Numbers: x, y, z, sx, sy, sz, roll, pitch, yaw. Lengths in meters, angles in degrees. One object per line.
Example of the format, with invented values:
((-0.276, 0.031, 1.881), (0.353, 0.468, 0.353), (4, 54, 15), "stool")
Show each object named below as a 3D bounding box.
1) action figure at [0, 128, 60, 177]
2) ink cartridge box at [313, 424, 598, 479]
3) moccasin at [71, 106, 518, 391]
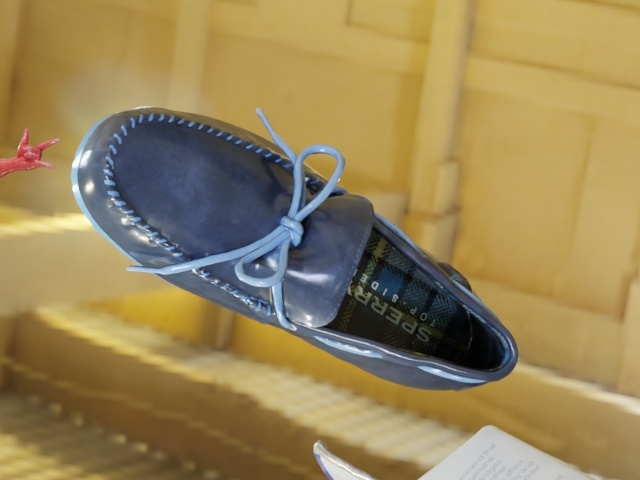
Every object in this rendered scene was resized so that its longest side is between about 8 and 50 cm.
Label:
((-0.267, 0.012, 1.309), (0.139, 0.280, 0.091), (-9, 159, 39), "action figure")
((0.124, 0.158, 0.652), (0.224, 0.045, 0.223), (24, 155, 49), "ink cartridge box")
((0.000, 0.000, 1.287), (0.342, 0.137, 0.117), (24, 171, -29), "moccasin")
